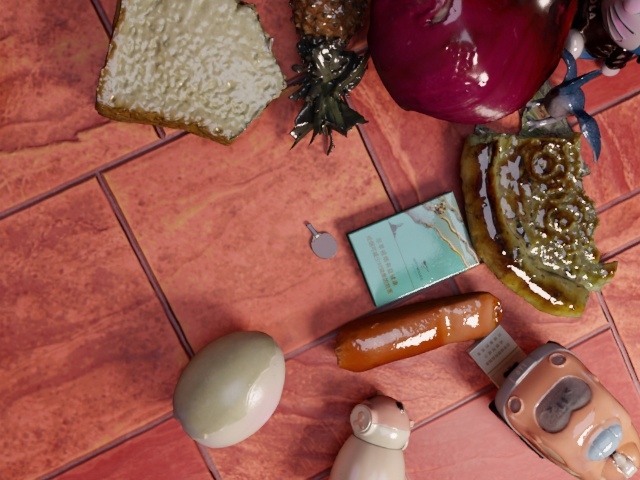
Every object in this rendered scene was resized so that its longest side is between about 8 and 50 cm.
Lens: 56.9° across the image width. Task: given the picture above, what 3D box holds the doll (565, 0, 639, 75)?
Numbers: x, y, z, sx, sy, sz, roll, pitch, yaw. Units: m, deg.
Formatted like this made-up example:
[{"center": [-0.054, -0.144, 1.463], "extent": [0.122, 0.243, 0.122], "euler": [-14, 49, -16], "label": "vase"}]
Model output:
[{"center": [0.604, -0.442, 1.072], "extent": [0.240, 0.310, 0.284], "euler": [-7, 94, -8], "label": "doll"}]

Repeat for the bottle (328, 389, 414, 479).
[{"center": [0.105, 0.417, 1.155], "extent": [0.147, 0.147, 0.237], "euler": [16, 84, -7], "label": "bottle"}]

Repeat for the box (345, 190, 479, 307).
[{"center": [0.186, 0.017, 1.185], "extent": [0.229, 0.041, 0.162], "euler": [-23, 97, -4], "label": "box"}]

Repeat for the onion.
[{"center": [0.306, -0.392, 0.976], "extent": [0.398, 0.420, 0.398], "euler": [5, 84, -49], "label": "onion"}]

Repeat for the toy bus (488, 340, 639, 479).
[{"center": [0.485, 0.350, 1.130], "extent": [0.194, 0.232, 0.288], "euler": [-45, 122, 1], "label": "toy bus"}]

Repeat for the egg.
[{"center": [-0.158, 0.263, 1.088], "extent": [0.183, 0.183, 0.217], "euler": [42, 98, -7], "label": "egg"}]

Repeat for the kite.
[{"center": [0.440, -0.185, 1.218], "extent": [0.267, 0.013, 0.323], "euler": [17, 89, -9], "label": "kite"}]

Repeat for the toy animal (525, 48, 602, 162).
[{"center": [0.470, -0.258, 1.102], "extent": [0.255, 0.176, 0.239], "euler": [-13, 87, -45], "label": "toy animal"}]

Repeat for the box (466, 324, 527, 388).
[{"center": [0.390, 0.263, 1.233], "extent": [0.090, 0.024, 0.167], "euler": [-42, 97, -3], "label": "box"}]

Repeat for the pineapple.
[{"center": [0.018, -0.340, 1.104], "extent": [0.165, 0.165, 0.365], "euler": [-1, 102, -7], "label": "pineapple"}]

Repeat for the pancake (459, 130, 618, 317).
[{"center": [0.444, -0.035, 1.184], "extent": [0.304, 0.067, 0.427], "euler": [-18, 93, -10], "label": "pancake"}]

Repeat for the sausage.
[{"center": [0.192, 0.174, 1.172], "extent": [0.348, 0.094, 0.097], "euler": [-15, 108, -7], "label": "sausage"}]

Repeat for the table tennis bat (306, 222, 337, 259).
[{"center": [0.000, 0.000, 1.180], "extent": [0.050, 0.007, 0.083], "euler": [-37, 99, -3], "label": "table tennis bat"}]

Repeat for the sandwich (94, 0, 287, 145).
[{"center": [-0.219, -0.318, 1.076], "extent": [0.325, 0.131, 0.262], "euler": [13, 91, -5], "label": "sandwich"}]
